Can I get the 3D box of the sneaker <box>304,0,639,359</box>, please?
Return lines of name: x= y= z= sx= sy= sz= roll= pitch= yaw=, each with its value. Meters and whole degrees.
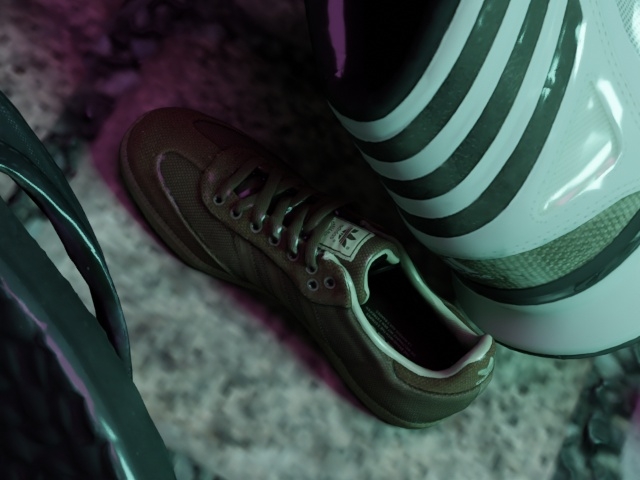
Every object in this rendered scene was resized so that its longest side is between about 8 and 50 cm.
sneaker: x=0.143 y=-0.195 z=0.675 sx=0.257 sy=0.169 sz=0.447 roll=47 pitch=64 yaw=-46

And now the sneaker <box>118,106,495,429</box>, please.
sneaker: x=0.000 y=0.000 z=0.685 sx=0.188 sy=0.071 sz=0.066 roll=40 pitch=58 yaw=-3

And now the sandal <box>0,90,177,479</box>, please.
sandal: x=-0.157 y=-0.016 z=0.579 sx=0.107 sy=0.167 sz=0.446 roll=-25 pitch=78 yaw=-48
